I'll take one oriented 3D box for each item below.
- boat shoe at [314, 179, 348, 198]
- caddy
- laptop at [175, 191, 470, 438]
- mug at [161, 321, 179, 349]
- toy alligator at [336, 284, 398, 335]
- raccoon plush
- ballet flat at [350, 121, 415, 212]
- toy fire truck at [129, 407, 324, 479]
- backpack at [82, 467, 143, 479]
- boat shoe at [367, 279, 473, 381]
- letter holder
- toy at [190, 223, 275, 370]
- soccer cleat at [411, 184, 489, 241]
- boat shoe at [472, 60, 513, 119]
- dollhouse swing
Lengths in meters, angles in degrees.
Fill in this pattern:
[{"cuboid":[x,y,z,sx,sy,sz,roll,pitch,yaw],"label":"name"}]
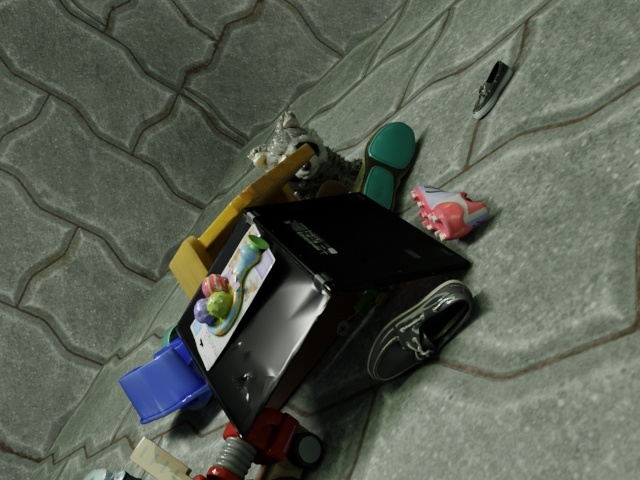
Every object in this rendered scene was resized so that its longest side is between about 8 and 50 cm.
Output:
[{"cuboid":[0.000,0.000,1.687,0.089,0.104,0.285,-24,50,57],"label":"boat shoe"},{"cuboid":[-0.354,0.354,1.891,0.241,0.179,0.341,-36,3,-39],"label":"caddy"},{"cuboid":[-0.019,0.101,1.337,0.382,0.407,0.236,40,134,55],"label":"laptop"},{"cuboid":[-0.385,0.307,2.181,0.097,0.157,0.130,-34,49,54],"label":"mug"},{"cuboid":[0.099,0.105,1.410,0.190,0.056,0.051,-53,-26,3],"label":"toy alligator"},{"cuboid":[-0.074,-0.174,2.007,0.216,0.299,0.446,-58,17,-17],"label":"raccoon plush"},{"cuboid":[0.135,-0.146,1.737,0.123,0.123,0.349,-37,22,42],"label":"ballet flat"},{"cuboid":[-0.156,0.360,1.206,0.158,0.246,0.217,-29,28,52],"label":"toy fire truck"},{"cuboid":[-0.523,0.640,1.803,0.188,0.144,0.166,-35,29,53],"label":"backpack"},{"cuboid":[0.151,0.145,1.137,0.206,0.075,0.065,-45,14,8],"label":"boat shoe"},{"cuboid":[-0.093,0.157,1.517,0.302,0.214,0.152,-51,16,3],"label":"letter holder"},{"cuboid":[-0.173,0.090,1.302,0.237,0.056,0.137,-55,34,13],"label":"toy"},{"cuboid":[0.233,-0.059,1.367,0.095,0.083,0.248,-21,14,1],"label":"soccer cleat"},{"cuboid":[0.362,-0.324,1.603,0.142,0.040,0.049,-56,17,-14],"label":"boat shoe"},{"cuboid":[-0.105,0.005,1.692,0.305,0.315,0.347,-20,16,43],"label":"dollhouse swing"}]
